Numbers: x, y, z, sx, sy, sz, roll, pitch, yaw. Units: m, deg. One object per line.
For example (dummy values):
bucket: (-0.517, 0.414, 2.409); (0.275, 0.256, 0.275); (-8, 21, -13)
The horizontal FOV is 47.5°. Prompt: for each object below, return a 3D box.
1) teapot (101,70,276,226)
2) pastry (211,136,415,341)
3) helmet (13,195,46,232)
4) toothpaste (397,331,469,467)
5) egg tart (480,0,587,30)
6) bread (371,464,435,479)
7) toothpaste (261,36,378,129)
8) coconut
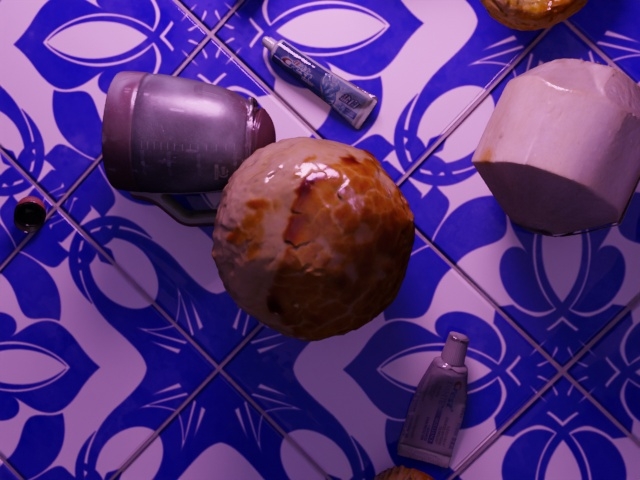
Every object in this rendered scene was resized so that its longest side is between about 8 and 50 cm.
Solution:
teapot: (-0.247, -0.165, 1.445); (0.313, 0.233, 0.314); (6, 121, 1)
pastry: (0.000, 0.000, 1.322); (0.389, 0.313, 0.388); (-5, 100, -32)
helmet: (-0.625, -0.063, 1.564); (0.065, 0.049, 0.084); (14, 124, -26)
toothpaste: (0.240, 0.319, 1.467); (0.099, 0.069, 0.282); (21, 102, 33)
egg tart: (0.394, -0.542, 1.356); (0.294, 0.123, 0.293); (-3, 110, -9)
bread: (0.175, 0.597, 1.437); (0.204, 0.156, 0.287); (-7, 90, 20)
toothpaste: (-0.009, -0.331, 1.481); (0.268, 0.047, 0.069); (36, 83, 1)
coconut: (0.436, -0.156, 1.308); (0.323, 0.323, 0.322); (0, 92, 7)
